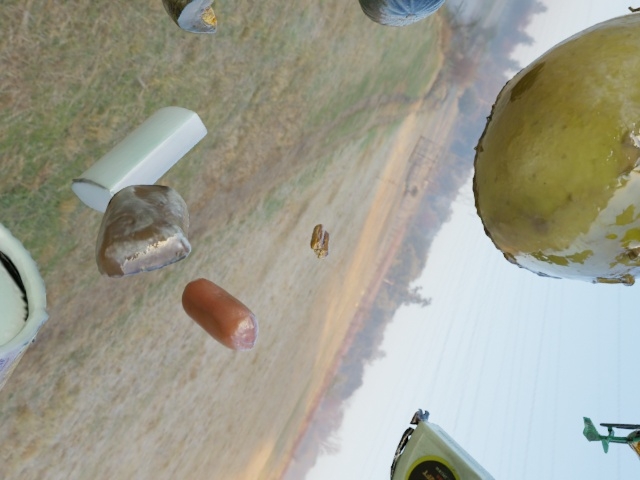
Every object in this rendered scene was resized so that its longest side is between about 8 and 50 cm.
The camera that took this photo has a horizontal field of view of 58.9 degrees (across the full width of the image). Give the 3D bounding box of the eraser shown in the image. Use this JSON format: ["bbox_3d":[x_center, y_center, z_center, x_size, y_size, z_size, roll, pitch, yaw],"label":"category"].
[{"bbox_3d":[-0.421,-0.192,1.320,0.290,0.189,0.104,-51,127,-27],"label":"eraser"}]

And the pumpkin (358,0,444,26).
[{"bbox_3d":[0.205,-0.652,1.416,0.250,0.216,0.250,-20,161,-7],"label":"pumpkin"}]

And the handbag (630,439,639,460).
[{"bbox_3d":[0.551,0.373,0.932,0.027,0.061,0.083,-33,-153,13],"label":"handbag"}]

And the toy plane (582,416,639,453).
[{"bbox_3d":[0.676,0.425,1.193,0.235,0.096,0.060,-10,-165,42],"label":"toy plane"}]

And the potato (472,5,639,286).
[{"bbox_3d":[0.476,-0.143,0.838,0.442,0.385,0.319,-56,-175,-15],"label":"potato"}]

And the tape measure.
[{"bbox_3d":[0.244,0.521,1.224,0.115,0.235,0.207,27,99,-47],"label":"tape measure"}]

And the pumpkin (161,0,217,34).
[{"bbox_3d":[-0.287,-0.567,1.263,0.126,0.131,0.248,-10,162,-22],"label":"pumpkin"}]

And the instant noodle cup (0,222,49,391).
[{"bbox_3d":[-0.461,0.101,0.557,0.266,0.340,0.340,-47,179,16],"label":"instant noodle cup"}]

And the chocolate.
[{"bbox_3d":[-0.310,-0.037,0.976,0.254,0.157,0.080,-118,-165,-60],"label":"chocolate"}]

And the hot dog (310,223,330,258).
[{"bbox_3d":[0.000,0.000,1.761,0.045,0.071,0.165,-33,-162,16],"label":"hot dog"}]

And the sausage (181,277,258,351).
[{"bbox_3d":[-0.167,0.119,0.931,0.077,0.194,0.077,-20,121,-36],"label":"sausage"}]
